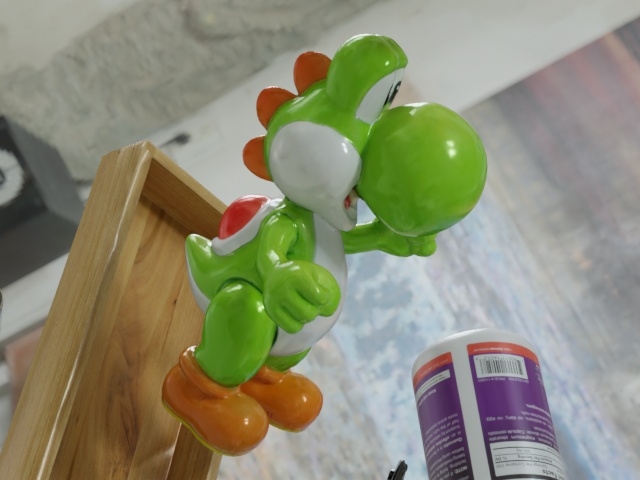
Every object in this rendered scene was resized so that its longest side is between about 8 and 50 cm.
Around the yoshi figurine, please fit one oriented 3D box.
[{"bbox_3d":[0.019,0.013,1.105,0.203,0.362,0.203,16,18,-25],"label":"yoshi figurine"}]

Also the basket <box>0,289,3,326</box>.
[{"bbox_3d":[-0.469,0.156,1.610,0.204,0.154,0.227,-77,-177,-63],"label":"basket"}]

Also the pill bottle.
[{"bbox_3d":[0.232,0.294,1.774,0.181,0.181,0.323,57,22,-54],"label":"pill bottle"}]

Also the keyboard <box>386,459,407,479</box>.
[{"bbox_3d":[0.013,0.235,0.907,0.192,0.038,0.100,-54,160,-58],"label":"keyboard"}]

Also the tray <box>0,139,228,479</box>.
[{"bbox_3d":[-0.175,0.130,1.258,0.203,0.076,0.411,41,49,-38],"label":"tray"}]
